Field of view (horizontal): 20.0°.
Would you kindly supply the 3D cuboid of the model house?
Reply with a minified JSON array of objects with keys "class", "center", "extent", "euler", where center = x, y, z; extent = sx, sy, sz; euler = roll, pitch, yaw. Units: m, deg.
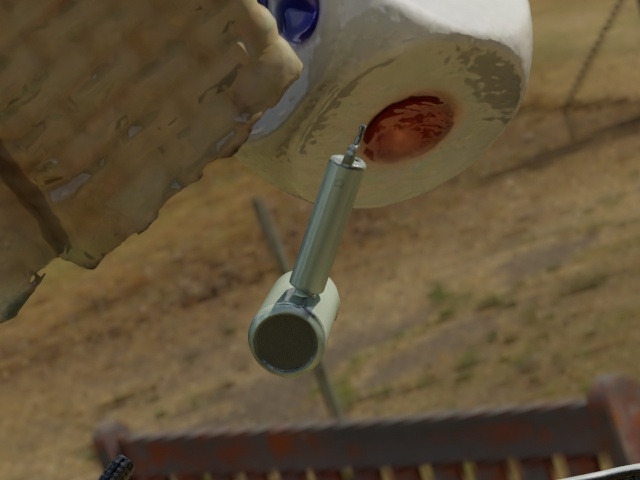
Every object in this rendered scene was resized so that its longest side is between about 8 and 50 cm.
[{"class":"model house","center":[-0.333,-0.162,1.251],"extent":[0.445,0.400,0.395],"euler":[-43,36,-12]}]

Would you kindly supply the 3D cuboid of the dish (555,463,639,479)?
[{"class":"dish","center":[0.251,0.291,1.693],"extent":[0.243,0.182,0.080],"euler":[-17,13,36]}]

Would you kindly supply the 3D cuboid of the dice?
[{"class":"dice","center":[0.026,-0.194,1.652],"extent":[0.259,0.251,0.243],"euler":[1,-39,-42]}]

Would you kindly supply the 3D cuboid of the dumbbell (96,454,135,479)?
[{"class":"dumbbell","center":[-0.273,0.327,1.641],"extent":[0.325,0.143,0.143],"euler":[-53,21,-19]}]

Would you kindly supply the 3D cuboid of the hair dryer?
[{"class":"hair dryer","center":[0.000,0.000,0.872],"extent":[0.038,0.124,0.063],"euler":[18,18,2]}]
